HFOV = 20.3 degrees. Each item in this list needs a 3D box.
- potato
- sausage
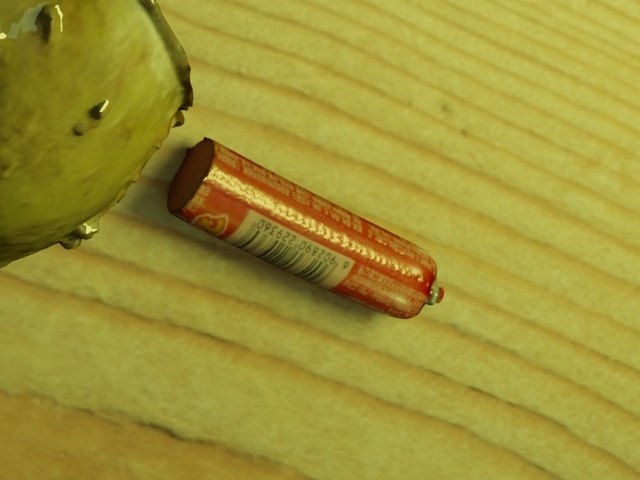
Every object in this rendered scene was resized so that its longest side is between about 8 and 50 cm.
[{"bbox_3d":[-0.309,-0.141,1.170,0.319,0.385,0.442,-40,131,-8],"label":"potato"},{"bbox_3d":[0.000,0.000,1.524,0.274,0.074,0.074,26,99,-25],"label":"sausage"}]
